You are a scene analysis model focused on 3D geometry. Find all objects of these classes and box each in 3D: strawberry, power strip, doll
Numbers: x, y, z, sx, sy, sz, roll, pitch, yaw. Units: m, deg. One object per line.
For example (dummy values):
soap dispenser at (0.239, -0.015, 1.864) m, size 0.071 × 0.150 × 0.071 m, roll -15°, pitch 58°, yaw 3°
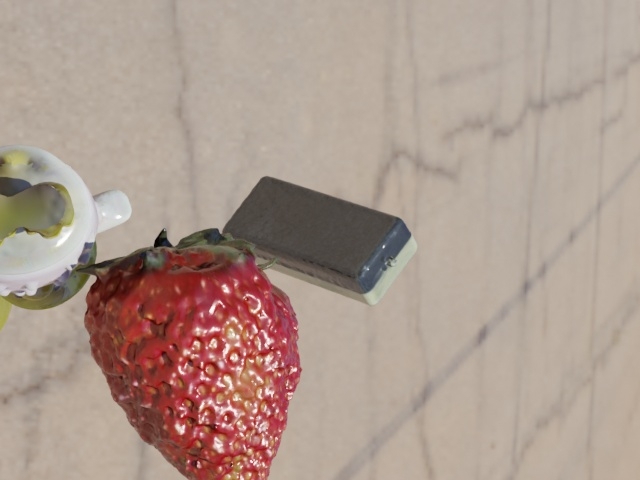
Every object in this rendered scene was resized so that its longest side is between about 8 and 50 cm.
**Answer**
strawberry at (-0.071, 0.069, 0.781) m, size 0.131 × 0.131 × 0.148 m, roll -30°, pitch 125°, yaw -66°
power strip at (0.000, 0.000, 1.689) m, size 0.105 × 0.257 × 0.070 m, roll -54°, pitch 136°, yaw -19°
doll at (-0.176, -0.002, 0.808) m, size 0.207 × 0.129 × 0.081 m, roll 124°, pitch -49°, yaw -77°

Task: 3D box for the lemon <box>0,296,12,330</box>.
lemon at (-0.410, 0.058, 1.345) m, size 0.248 × 0.184 × 0.184 m, roll -52°, pitch 141°, yaw -38°
